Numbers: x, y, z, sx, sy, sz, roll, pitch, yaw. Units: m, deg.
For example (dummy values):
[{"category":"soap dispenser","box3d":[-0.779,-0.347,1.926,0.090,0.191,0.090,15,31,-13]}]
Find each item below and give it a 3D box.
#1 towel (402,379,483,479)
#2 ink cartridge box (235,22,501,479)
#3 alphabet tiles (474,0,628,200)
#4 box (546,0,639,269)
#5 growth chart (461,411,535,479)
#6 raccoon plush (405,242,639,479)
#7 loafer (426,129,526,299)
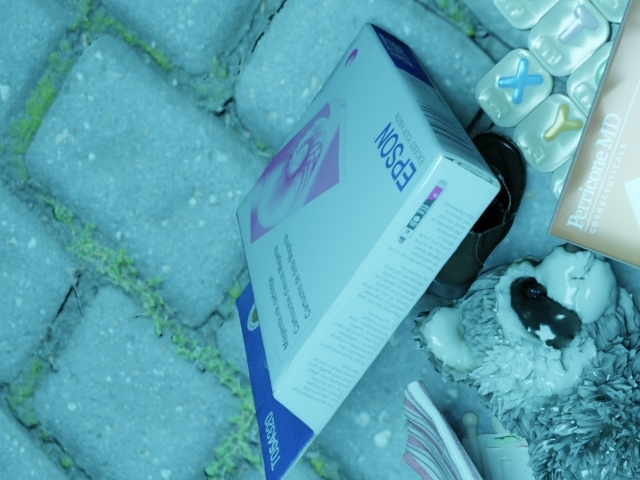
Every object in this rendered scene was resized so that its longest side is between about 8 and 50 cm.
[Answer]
[{"category":"towel","box3d":[0.116,0.218,1.053,0.029,0.197,0.144,-28,64,-8]},{"category":"ink cartridge box","box3d":[0.000,0.000,1.045,0.071,0.324,0.330,29,109,-22]},{"category":"alphabet tiles","box3d":[0.282,-0.163,1.043,0.278,0.021,0.284,-42,76,22]},{"category":"box","box3d":[0.383,-0.052,0.903,0.345,0.168,0.215,21,105,18]},{"category":"growth chart","box3d":[0.243,0.238,1.089,0.237,0.021,0.172,2,94,25]},{"category":"raccoon plush","box3d":[0.208,0.223,0.989,0.299,0.216,0.446,16,95,32]},{"category":"loafer","box3d":[0.141,-0.035,1.017,0.080,0.220,0.078,30,130,-1]}]
